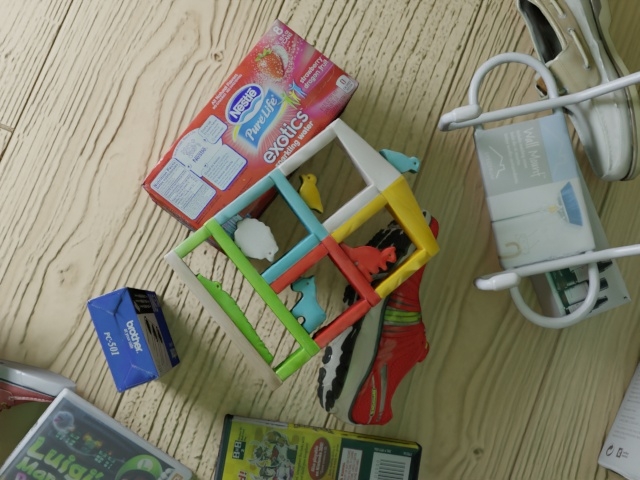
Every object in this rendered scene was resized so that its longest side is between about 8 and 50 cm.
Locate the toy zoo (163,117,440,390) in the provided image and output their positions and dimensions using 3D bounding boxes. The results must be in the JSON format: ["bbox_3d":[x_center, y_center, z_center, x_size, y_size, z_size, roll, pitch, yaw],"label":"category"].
[{"bbox_3d":[0.000,0.000,0.824,0.293,0.030,0.192,-39,96,-9],"label":"toy zoo"}]

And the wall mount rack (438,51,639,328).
[{"bbox_3d":[0.310,-0.074,0.859,0.304,0.130,0.350,-13,89,4],"label":"wall mount rack"}]

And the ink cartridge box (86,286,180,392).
[{"bbox_3d":[-0.201,0.106,0.816,0.046,0.207,0.097,-20,87,-7],"label":"ink cartridge box"}]

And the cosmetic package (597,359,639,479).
[{"bbox_3d":[0.541,0.162,0.920,0.217,0.156,0.385,25,83,-2],"label":"cosmetic package"}]

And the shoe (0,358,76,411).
[{"bbox_3d":[-0.382,0.184,0.864,0.178,0.063,0.081,14,85,0],"label":"shoe"}]

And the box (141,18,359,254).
[{"bbox_3d":[-0.083,-0.118,0.893,0.128,0.122,0.257,38,82,-3],"label":"box"}]

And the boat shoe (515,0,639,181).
[{"bbox_3d":[0.332,-0.214,0.962,0.103,0.113,0.302,-10,76,-5],"label":"boat shoe"}]

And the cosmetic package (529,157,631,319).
[{"bbox_3d":[0.309,-0.016,0.959,0.099,0.060,0.239,-20,87,-9],"label":"cosmetic package"}]

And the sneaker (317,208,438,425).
[{"bbox_3d":[0.090,0.097,0.920,0.118,0.107,0.279,25,85,-22],"label":"sneaker"}]

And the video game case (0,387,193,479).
[{"bbox_3d":[-0.275,0.293,0.855,0.190,0.022,0.173,41,81,-20],"label":"video game case"}]

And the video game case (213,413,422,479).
[{"bbox_3d":[-0.018,0.368,0.899,0.248,0.035,0.274,10,84,-6],"label":"video game case"}]
